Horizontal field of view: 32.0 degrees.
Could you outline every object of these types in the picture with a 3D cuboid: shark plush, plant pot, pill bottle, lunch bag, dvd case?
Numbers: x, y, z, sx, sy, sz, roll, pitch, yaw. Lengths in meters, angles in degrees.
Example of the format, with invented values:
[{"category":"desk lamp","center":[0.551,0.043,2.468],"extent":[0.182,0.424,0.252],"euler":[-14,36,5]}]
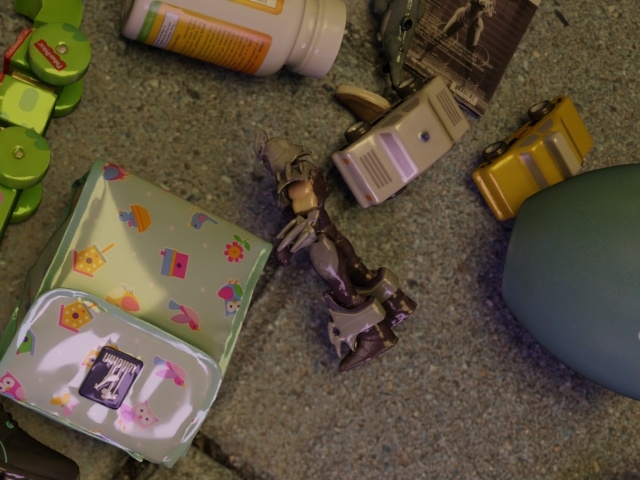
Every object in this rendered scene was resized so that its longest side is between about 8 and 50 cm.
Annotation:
[{"category":"shark plush","center":[0.096,-0.271,1.418],"extent":[0.073,0.067,0.161],"euler":[24,70,-14]},{"category":"plant pot","center":[0.334,0.033,1.369],"extent":[0.195,0.290,0.290],"euler":[13,68,19]},{"category":"pill bottle","center":[-0.101,-0.272,1.318],"extent":[0.246,0.136,0.136],"euler":[14,72,-19]},{"category":"lunch bag","center":[-0.202,0.081,1.171],"extent":[0.223,0.160,0.262],"euler":[28,66,-18]},{"category":"dvd case","center":[0.193,-0.295,1.509],"extent":[0.164,0.018,0.221],"euler":[33,68,-10]}]

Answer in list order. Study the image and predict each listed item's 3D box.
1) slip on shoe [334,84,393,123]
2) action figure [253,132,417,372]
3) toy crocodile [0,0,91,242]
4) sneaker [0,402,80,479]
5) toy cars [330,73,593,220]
[{"category":"slip on shoe","center":[0.074,-0.151,1.411],"extent":[0.135,0.051,0.041],"euler":[28,80,-20]},{"category":"action figure","center":[0.000,0.000,1.277],"extent":[0.285,0.099,0.185],"euler":[59,20,-13]},{"category":"toy crocodile","center":[-0.327,-0.131,1.205],"extent":[0.105,0.115,0.340],"euler":[20,68,-11]},{"category":"sneaker","center":[-0.358,0.175,1.121],"extent":[0.267,0.101,0.106],"euler":[27,66,-14]},{"category":"toy cars","center":[0.202,-0.117,1.399],"extent":[0.394,0.087,0.176],"euler":[4,88,-29]}]
